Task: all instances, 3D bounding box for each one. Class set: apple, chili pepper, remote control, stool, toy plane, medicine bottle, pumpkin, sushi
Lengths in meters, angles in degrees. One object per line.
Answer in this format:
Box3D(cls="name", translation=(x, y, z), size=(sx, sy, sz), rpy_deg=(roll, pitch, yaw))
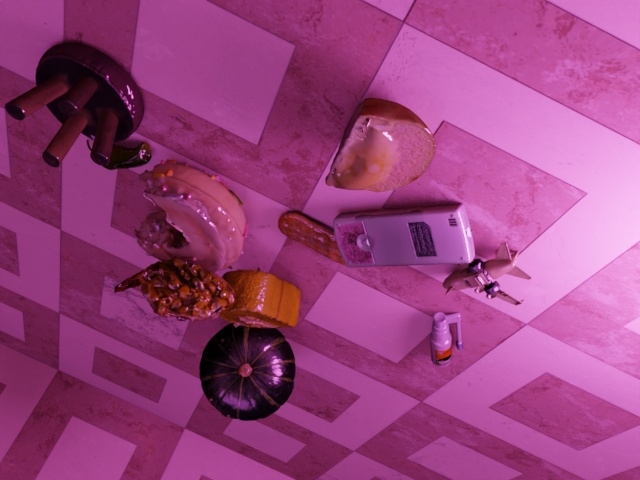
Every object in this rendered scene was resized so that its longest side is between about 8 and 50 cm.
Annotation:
Box3D(cls="apple", translation=(0.134, -0.197, 1.483), size=(0.193, 0.120, 0.265), rpy_deg=(14, 149, -9))
Box3D(cls="chili pepper", translation=(-0.529, -0.217, 1.871), size=(0.204, 0.073, 0.072), rpy_deg=(2, 154, 29))
Box3D(cls="remote control", translation=(0.192, -0.008, 1.717), size=(0.344, 0.050, 0.145), rpy_deg=(-2, 115, 33))
Box3D(cls="stool", translation=(-0.571, -0.305, 1.680), size=(0.272, 0.178, 0.272), rpy_deg=(14, 143, 11))
Box3D(cls="toy plane", translation=(0.383, 0.082, 1.730), size=(0.244, 0.092, 0.229), rpy_deg=(-28, 105, 45))
Box3D(cls="medicine bottle", translation=(0.357, 0.279, 2.034), size=(0.092, 0.061, 0.220), rpy_deg=(-10, 139, 3))
Box3D(cls="pumpkin", translation=(-0.234, 0.419, 2.313), size=(0.323, 0.323, 0.241), rpy_deg=(16, 168, 11))
Box3D(cls="sushi", translation=(-0.380, 0.132, 1.926), size=(0.296, 0.166, 0.179), rpy_deg=(27, 176, 1))

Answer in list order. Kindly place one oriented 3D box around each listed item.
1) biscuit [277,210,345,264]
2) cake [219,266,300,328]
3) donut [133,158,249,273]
Box3D(cls="biscuit", translation=(0.000, 0.000, 1.887), size=(0.247, 0.029, 0.118), rpy_deg=(27, 145, -5))
Box3D(cls="cake", translation=(-0.181, 0.176, 2.081), size=(0.179, 0.156, 0.260), rpy_deg=(-2, 159, 30))
Box3D(cls="donut", translation=(-0.338, -0.052, 1.905), size=(0.307, 0.150, 0.371), rpy_deg=(25, 146, -1))
